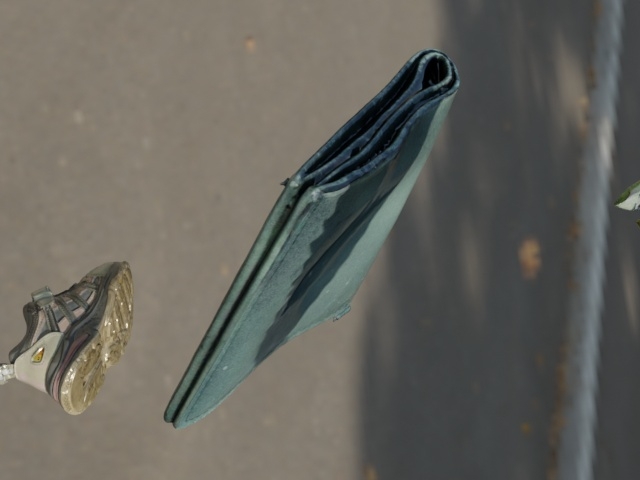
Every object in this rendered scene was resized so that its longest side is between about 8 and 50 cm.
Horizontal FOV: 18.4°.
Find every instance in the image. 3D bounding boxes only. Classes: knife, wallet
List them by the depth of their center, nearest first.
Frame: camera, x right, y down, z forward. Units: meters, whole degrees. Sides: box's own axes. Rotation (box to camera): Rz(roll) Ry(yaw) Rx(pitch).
[{"bbox_3d":[0.257,-0.030,1.248,0.184,0.022,0.026,0,98,-32],"label":"knife"},{"bbox_3d":[0.001,0.001,1.498,0.290,0.054,0.251,-45,164,-55],"label":"wallet"}]

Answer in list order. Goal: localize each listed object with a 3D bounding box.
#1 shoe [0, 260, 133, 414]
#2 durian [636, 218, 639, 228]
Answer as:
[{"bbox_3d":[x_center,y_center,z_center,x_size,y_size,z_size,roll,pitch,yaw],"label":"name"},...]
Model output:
[{"bbox_3d":[-0.245,0.090,1.919,0.180,0.092,0.089,-66,161,-44],"label":"shoe"},{"bbox_3d":[0.254,0.153,1.153,0.169,0.158,0.352,151,-59,-74],"label":"durian"}]
